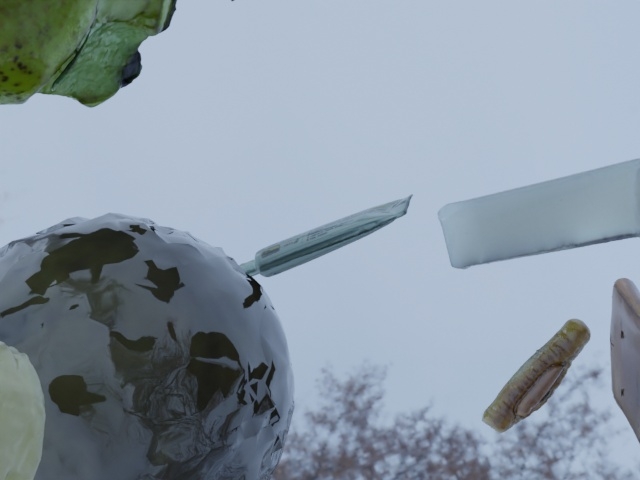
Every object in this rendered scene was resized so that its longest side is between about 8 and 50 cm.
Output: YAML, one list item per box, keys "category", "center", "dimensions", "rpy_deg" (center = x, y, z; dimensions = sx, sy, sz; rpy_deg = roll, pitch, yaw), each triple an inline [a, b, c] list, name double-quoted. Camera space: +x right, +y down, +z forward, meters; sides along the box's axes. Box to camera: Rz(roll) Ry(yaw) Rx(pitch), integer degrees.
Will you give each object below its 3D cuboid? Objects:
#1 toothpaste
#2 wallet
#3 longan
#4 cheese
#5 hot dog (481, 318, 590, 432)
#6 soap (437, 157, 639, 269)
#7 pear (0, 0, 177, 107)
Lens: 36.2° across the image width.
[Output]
- category: "toothpaste"
  center: [0.000, 0.000, 1.207]
  dimensions: [0.256, 0.067, 0.037]
  rpy_deg: [-23, -74, 25]
- category: "wallet"
  center: [0.422, 0.163, 1.288]
  dimensions: [0.161, 0.042, 0.195]
  rpy_deg: [-91, 174, -70]
- category: "longan"
  center: [-0.208, 0.162, 1.008]
  dimensions: [0.391, 0.391, 0.391]
  rpy_deg: [46, -36, 49]
- category: "cheese"
  center: [-0.270, 0.117, 0.648]
  dimensions: [0.167, 0.094, 0.123]
  rpy_deg: [28, 44, -60]
- category: "hot dog"
  center: [0.213, 0.134, 0.946]
  dimensions: [0.044, 0.137, 0.028]
  rpy_deg: [42, 1, -35]
- category: "soap"
  center: [0.210, -0.023, 0.866]
  dimensions: [0.183, 0.121, 0.063]
  rpy_deg: [-13, -90, 24]
- category: "pear"
  center: [-0.264, -0.249, 0.958]
  dimensions: [0.164, 0.255, 0.238]
  rpy_deg: [37, -75, 5]
